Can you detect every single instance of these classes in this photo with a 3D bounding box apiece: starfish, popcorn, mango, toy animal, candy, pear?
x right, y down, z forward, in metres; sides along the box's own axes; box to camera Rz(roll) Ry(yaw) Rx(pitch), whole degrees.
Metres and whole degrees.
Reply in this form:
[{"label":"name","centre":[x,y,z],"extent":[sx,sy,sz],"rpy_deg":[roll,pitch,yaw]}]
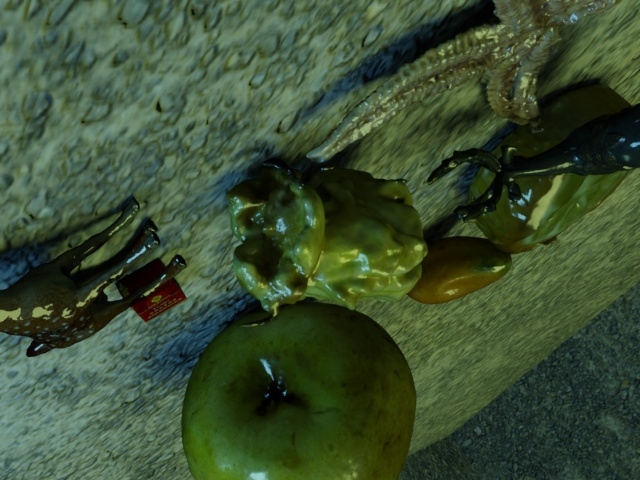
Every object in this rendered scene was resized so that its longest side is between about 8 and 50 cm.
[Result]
[{"label":"starfish","centre":[0.197,-0.166,0.811],"extent":[0.383,0.132,0.398],"rpy_deg":[-20,180,-35]},{"label":"popcorn","centre":[0.009,0.004,0.865],"extent":[0.195,0.168,0.174],"rpy_deg":[7,108,-64]},{"label":"mango","centre":[0.192,0.037,1.287],"extent":[0.164,0.089,0.115],"rpy_deg":[-20,-174,16]},{"label":"toy animal","centre":[-0.244,0.064,0.748],"extent":[0.260,0.087,0.243],"rpy_deg":[-35,158,-6]},{"label":"candy","centre":[0.315,-0.090,1.184],"extent":[0.259,0.118,0.260],"rpy_deg":[-31,159,-14]},{"label":"pear","centre":[-0.025,0.229,1.135],"extent":[0.303,0.304,0.304],"rpy_deg":[-29,159,-12]}]

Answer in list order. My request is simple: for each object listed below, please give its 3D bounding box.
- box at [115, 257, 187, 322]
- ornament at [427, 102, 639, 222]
[{"label":"box","centre":[-0.172,0.052,0.915],"extent":[0.051,0.023,0.082],"rpy_deg":[-32,160,-7]},{"label":"ornament","centre":[0.240,-0.081,0.945],"extent":[0.236,0.080,0.202],"rpy_deg":[-14,-176,-9]}]
